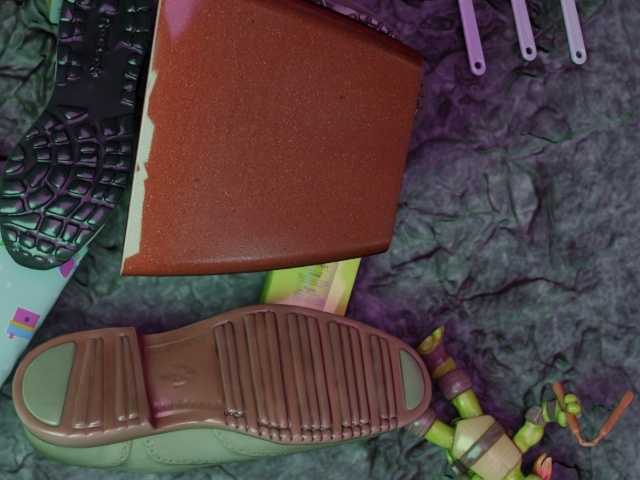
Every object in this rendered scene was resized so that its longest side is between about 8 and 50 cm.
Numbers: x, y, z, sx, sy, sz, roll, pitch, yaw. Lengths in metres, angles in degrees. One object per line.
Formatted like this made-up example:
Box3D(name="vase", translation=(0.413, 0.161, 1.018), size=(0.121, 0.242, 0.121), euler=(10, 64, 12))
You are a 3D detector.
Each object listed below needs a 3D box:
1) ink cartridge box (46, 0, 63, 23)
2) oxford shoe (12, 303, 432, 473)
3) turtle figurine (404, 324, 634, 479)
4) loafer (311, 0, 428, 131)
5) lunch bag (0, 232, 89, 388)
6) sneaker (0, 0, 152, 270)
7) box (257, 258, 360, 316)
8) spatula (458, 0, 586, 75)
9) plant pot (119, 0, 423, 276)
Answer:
Box3D(name="ink cartridge box", translation=(-0.257, -0.391, 1.379), size=(0.072, 0.303, 0.307), euler=(-16, 86, -12))
Box3D(name="oxford shoe", translation=(-0.094, 0.154, 1.436), size=(0.397, 0.146, 0.140), euler=(1, 60, -7))
Box3D(name="turtle figurine", translation=(0.167, 0.193, 1.501), size=(0.269, 0.087, 0.217), euler=(-43, 84, -1))
Box3D(name="loafer", translation=(0.002, -0.210, 1.513), size=(0.268, 0.092, 0.102), euler=(44, 87, -14))
Box3D(name="lunch bag", translation=(-0.388, 0.029, 1.385), size=(0.262, 0.160, 0.223), euler=(32, 80, -11))
Box3D(name="sneaker", translation=(-0.215, -0.098, 1.367), size=(0.107, 0.124, 0.283), euler=(17, 75, -3))
Box3D(name="box", translation=(0.000, 0.000, 1.506), size=(0.087, 0.058, 0.232), euler=(19, 81, -8))
Box3D(name="spatula", translation=(0.201, -0.300, 1.598), size=(0.168, 0.019, 0.242), euler=(-9, 87, -16))
Box3D(name="plant pot", translation=(-0.046, -0.107, 1.349), size=(0.236, 0.267, 0.267), euler=(8, 101, -8))
